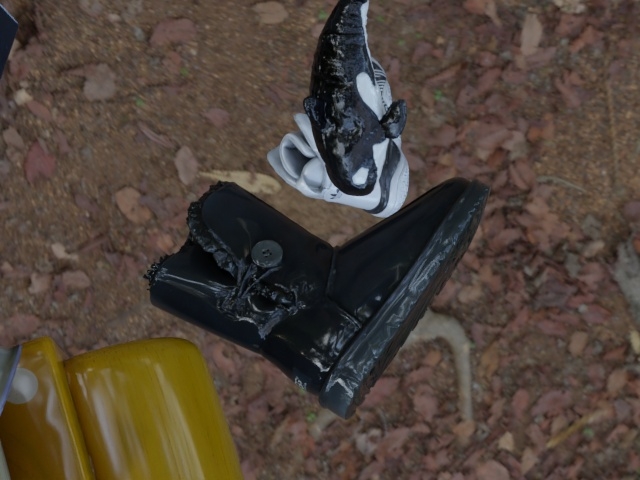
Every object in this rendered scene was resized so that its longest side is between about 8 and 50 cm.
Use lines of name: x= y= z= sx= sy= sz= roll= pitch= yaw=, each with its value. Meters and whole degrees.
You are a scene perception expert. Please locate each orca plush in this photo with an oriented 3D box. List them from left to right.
orca plush: x=0.028 y=-0.187 z=1.212 sx=0.102 sy=0.151 sz=0.287 roll=-25 pitch=135 yaw=-47

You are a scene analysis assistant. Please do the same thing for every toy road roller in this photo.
toy road roller: x=-0.177 y=0.148 z=0.620 sx=0.241 sy=0.329 sz=0.202 roll=-18 pitch=75 yaw=-11

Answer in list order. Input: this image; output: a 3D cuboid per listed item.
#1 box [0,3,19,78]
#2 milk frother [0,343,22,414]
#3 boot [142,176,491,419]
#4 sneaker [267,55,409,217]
box: x=-0.638 y=-0.206 z=1.312 sx=0.179 sy=0.313 sz=0.343 roll=55 pitch=42 yaw=-61
milk frother: x=-0.165 y=0.026 z=0.308 sx=0.135 sy=0.143 sz=0.129 roll=21 pitch=65 yaw=-17
boot: x=0.000 y=0.000 z=0.791 sx=0.246 sy=0.207 sz=0.094 roll=-52 pitch=163 yaw=-21
sneaker: x=0.017 y=-0.210 z=1.673 sx=0.210 sy=0.365 sz=0.137 roll=5 pitch=145 yaw=-30
